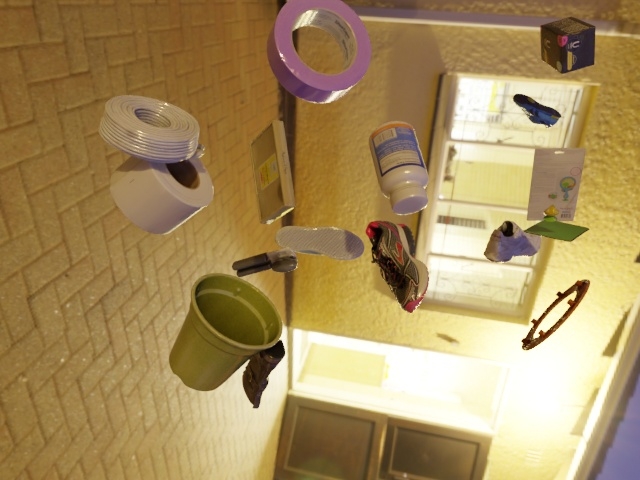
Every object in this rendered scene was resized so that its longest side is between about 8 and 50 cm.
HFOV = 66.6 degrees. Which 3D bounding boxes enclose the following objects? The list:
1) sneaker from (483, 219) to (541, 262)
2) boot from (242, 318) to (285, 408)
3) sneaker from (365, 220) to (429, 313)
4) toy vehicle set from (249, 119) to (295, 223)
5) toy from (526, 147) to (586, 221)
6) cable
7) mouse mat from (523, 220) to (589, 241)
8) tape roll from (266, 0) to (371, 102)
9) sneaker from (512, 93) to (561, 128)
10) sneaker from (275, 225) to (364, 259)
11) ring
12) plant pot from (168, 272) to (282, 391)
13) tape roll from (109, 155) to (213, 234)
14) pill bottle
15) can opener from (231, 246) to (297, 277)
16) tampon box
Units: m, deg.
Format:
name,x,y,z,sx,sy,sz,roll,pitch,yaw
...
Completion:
name,x,y,z,sx,sy,sz,roll,pitch,yaw
sneaker,0.755,-0.009,1.867,0.305,0.114,0.152,-14,119,-35
boot,-0.196,0.349,1.503,0.228,0.091,0.262,-63,-152,31
sneaker,0.192,0.066,1.277,0.299,0.112,0.120,-103,-146,-48
toy vehicle set,-0.147,-0.200,1.453,0.166,0.035,0.266,-25,-110,54
toy,0.710,-0.173,1.485,0.056,0.137,0.237,-62,150,-60
cable,-0.459,-0.304,1.325,0.089,0.257,0.257,-62,173,30
mouse mat,0.783,-0.035,1.616,0.190,0.153,0.007,-20,118,-41
tape roll,-0.003,-0.522,1.330,0.090,0.275,0.274,159,-57,-69
sneaker,0.794,-0.477,1.823,0.082,0.210,0.069,127,-24,-47
sneaker,0.000,0.000,2.034,0.150,0.366,0.135,-21,123,-88
ring,0.824,0.259,1.733,0.336,0.032,0.336,-46,166,-15
plant pot,-0.289,0.276,1.368,0.253,0.276,0.276,-53,-178,23
tape roll,-0.460,-0.162,1.431,0.246,0.169,0.246,45,27,-30
pill bottle,0.248,-0.222,1.517,0.152,0.153,0.271,76,3,-64
can opener,-0.220,0.091,1.895,0.074,0.281,0.093,64,27,-28
tampon box,0.775,-0.616,1.533,0.161,0.102,0.120,-92,165,-55
